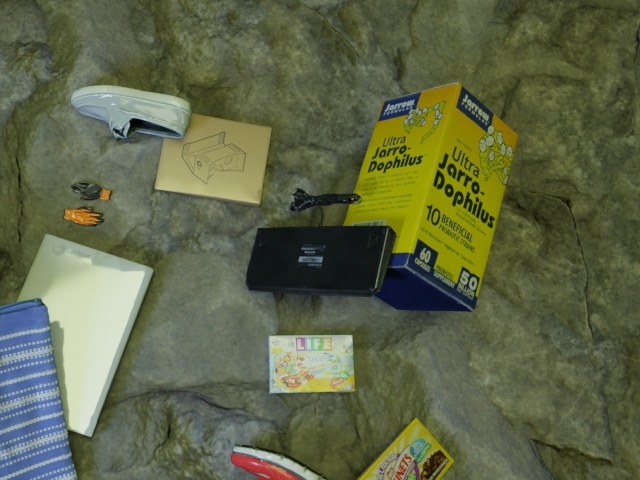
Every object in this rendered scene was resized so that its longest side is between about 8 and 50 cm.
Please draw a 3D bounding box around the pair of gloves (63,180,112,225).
[{"bbox_3d":[-0.430,-0.068,1.520,0.074,0.010,0.083,13,71,-5],"label":"pair of gloves"}]

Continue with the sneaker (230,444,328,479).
[{"bbox_3d":[-0.039,0.440,1.387,0.279,0.107,0.118,31,76,1],"label":"sneaker"}]

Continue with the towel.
[{"bbox_3d":[-0.505,0.274,1.272,0.243,0.040,0.336,-13,97,-46],"label":"towel"}]

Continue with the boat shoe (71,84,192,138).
[{"bbox_3d":[-0.356,-0.232,1.535,0.228,0.079,0.081,7,71,1],"label":"boat shoe"}]

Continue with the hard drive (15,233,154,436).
[{"bbox_3d":[-0.438,0.162,1.435,0.203,0.040,0.307,18,72,-4],"label":"hard drive"}]

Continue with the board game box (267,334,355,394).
[{"bbox_3d":[-0.017,0.224,1.493,0.154,0.026,0.103,0,73,-9],"label":"board game box"}]

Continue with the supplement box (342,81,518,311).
[{"bbox_3d":[0.192,-0.072,1.492,0.194,0.195,0.356,31,67,-35],"label":"supplement box"}]

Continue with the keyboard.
[{"bbox_3d":[0.000,0.000,1.445,0.033,0.317,0.201,28,70,-45],"label":"keyboard"}]

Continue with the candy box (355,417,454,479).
[{"bbox_3d":[0.141,0.405,1.422,0.105,0.027,0.206,47,46,8],"label":"candy box"}]

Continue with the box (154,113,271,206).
[{"bbox_3d":[-0.203,-0.157,1.579,0.201,0.021,0.164,9,72,-7],"label":"box"}]
